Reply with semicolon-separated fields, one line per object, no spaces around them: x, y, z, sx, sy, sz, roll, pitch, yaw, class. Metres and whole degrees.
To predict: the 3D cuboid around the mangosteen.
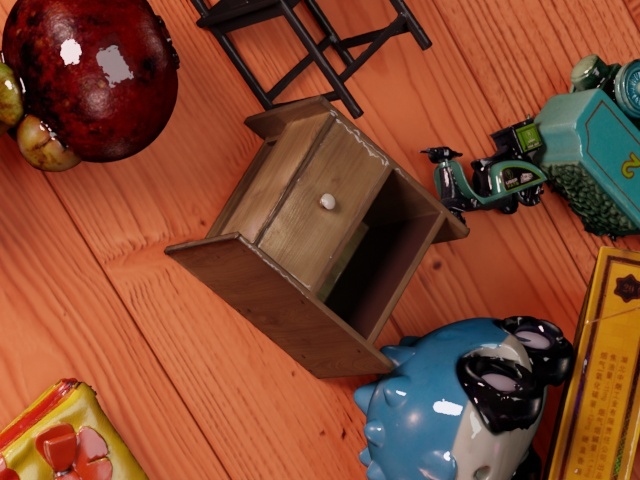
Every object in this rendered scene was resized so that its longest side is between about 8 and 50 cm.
-0.225;-0.146;1.540;0.199;0.200;0.200;5;82;-33;mangosteen

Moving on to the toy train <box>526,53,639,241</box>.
0.334;-0.103;1.926;0.203;0.112;0.163;43;69;-19;toy train

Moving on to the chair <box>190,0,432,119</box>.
-0.039;-0.247;1.679;0.141;0.154;0.260;-46;112;-29;chair

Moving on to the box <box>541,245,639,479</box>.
0.292;0.178;1.810;0.084;0.193;0.301;13;74;7;box

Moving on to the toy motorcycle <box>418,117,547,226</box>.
0.172;-0.066;1.848;0.173;0.058;0.100;-21;88;-35;toy motorcycle

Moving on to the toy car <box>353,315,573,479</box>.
0.132;0.171;1.717;0.255;0.190;0.188;-36;140;-60;toy car

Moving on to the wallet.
-0.203;0.258;1.556;0.141;0.067;0.241;-41;107;-28;wallet

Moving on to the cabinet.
0.000;0.000;1.671;0.215;0.148;0.175;41;64;-21;cabinet
